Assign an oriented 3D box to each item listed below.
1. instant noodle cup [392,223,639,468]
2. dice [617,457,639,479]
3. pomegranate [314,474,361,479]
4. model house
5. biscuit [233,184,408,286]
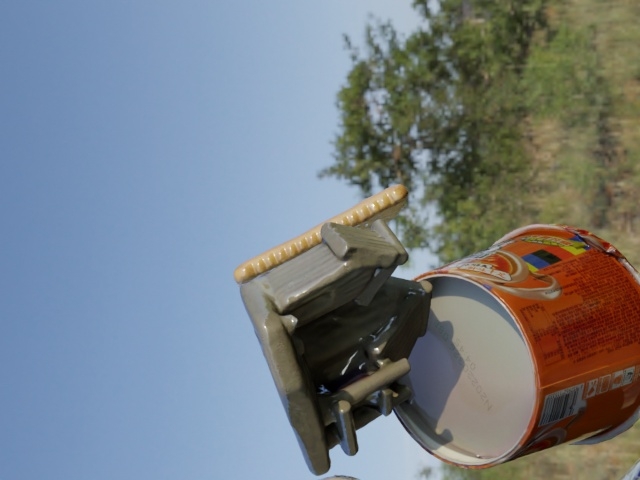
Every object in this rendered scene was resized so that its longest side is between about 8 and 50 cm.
[{"bbox_3d":[0.195,0.113,0.940,0.192,0.250,0.251,-9,-80,-44],"label":"instant noodle cup"},{"bbox_3d":[0.371,0.365,0.821,0.304,0.304,0.277,-18,-36,-60],"label":"dice"},{"bbox_3d":[0.032,0.547,1.497,0.322,0.322,0.322,0,-90,-78],"label":"pomegranate"},{"bbox_3d":[0.024,0.086,0.834,0.122,0.188,0.229,45,160,37],"label":"model house"},{"bbox_3d":[0.000,-0.001,1.216,0.030,0.249,0.160,62,176,7],"label":"biscuit"}]
